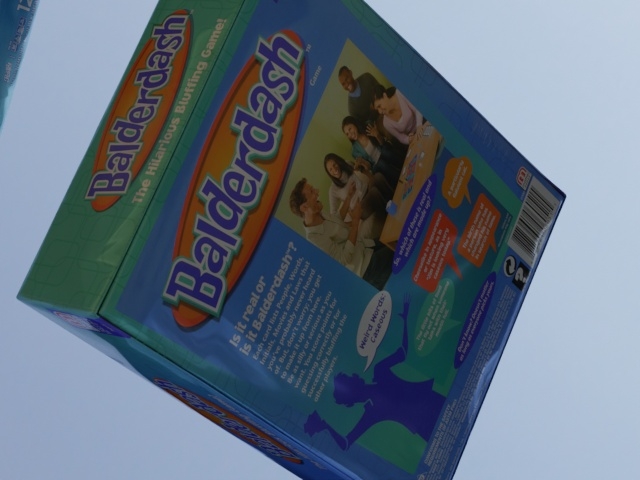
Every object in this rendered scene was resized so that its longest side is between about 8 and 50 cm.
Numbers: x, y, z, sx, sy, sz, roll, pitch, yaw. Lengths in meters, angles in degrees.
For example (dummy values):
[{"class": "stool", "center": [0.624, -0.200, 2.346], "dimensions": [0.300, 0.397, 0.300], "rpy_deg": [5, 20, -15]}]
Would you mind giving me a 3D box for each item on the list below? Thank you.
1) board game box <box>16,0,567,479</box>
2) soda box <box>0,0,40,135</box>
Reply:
[{"class": "board game box", "center": [0.000, 0.000, 0.703], "dimensions": [0.210, 0.047, 0.160], "rpy_deg": [40, -112, -43]}, {"class": "soda box", "center": [-0.242, -0.069, 1.119], "dimensions": [0.067, 0.210, 0.071], "rpy_deg": [16, -179, 28]}]
